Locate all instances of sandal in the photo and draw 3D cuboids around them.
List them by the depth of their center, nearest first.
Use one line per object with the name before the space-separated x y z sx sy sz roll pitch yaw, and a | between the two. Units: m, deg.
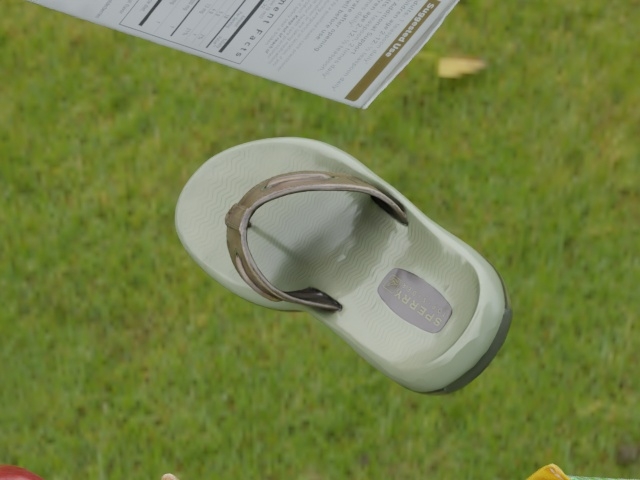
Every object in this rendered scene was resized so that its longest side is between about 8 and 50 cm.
sandal | 0.001 -0.001 1.120 0.303 0.086 0.120 26 89 49

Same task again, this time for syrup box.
syrup box | -0.051 -0.146 0.793 0.237 0.096 0.093 13 38 -43

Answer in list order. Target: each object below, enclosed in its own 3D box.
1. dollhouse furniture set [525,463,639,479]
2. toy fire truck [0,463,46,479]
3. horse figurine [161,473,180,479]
dollhouse furniture set | 0.091 0.203 0.892 0.197 0.301 0.151 3 31 -33
toy fire truck | -0.024 0.221 0.448 0.254 0.302 0.169 38 49 24
horse figurine | -0.049 0.288 1.312 0.066 0.174 0.263 -25 49 20
